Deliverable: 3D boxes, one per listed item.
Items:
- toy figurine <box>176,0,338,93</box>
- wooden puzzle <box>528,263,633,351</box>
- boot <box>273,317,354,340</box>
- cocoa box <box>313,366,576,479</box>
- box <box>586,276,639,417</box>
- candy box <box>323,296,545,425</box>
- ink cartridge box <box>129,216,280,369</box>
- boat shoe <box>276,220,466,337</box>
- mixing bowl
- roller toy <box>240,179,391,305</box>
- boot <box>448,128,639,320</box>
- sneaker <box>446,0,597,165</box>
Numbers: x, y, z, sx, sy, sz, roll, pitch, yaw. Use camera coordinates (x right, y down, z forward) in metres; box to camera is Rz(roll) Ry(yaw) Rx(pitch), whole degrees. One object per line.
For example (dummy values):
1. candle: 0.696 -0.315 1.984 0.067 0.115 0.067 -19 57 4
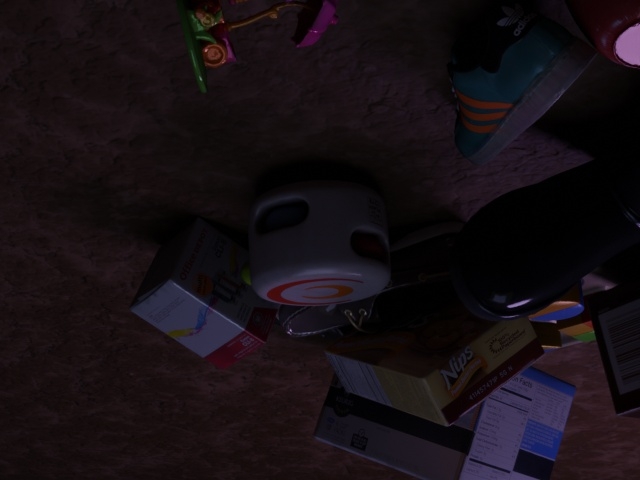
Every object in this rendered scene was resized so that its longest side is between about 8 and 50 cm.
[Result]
1. toy figurine: -0.062 -0.245 1.107 0.159 0.130 0.173 -13 128 -1
2. wooden puzzle: 0.347 0.119 1.823 0.322 0.080 0.348 -21 146 37
3. boot: -0.075 0.118 1.838 0.229 0.091 0.263 -19 137 36
4. cocoa box: 0.206 0.288 1.878 0.231 0.228 0.347 24 171 -40
5. box: 0.593 0.179 1.740 0.143 0.191 0.381 -28 152 38
6. candy box: 0.156 0.161 1.624 0.183 0.087 0.316 -32 -167 -20
7. ink cartridge box: -0.164 0.079 1.649 0.176 0.128 0.127 35 140 -19
8. boat shoe: 0.083 0.078 1.650 0.324 0.096 0.116 -22 146 12
9. mixing bowl: 0.327 -0.233 1.097 0.181 0.098 0.181 1 155 0
10. roller toy: 0.000 0.000 1.521 0.209 0.146 0.191 0 163 -10
11. boot: 0.373 -0.089 1.212 0.367 0.146 0.445 -29 172 -30
12. sneaker: 0.194 -0.178 1.226 0.121 0.108 0.302 42 164 1
